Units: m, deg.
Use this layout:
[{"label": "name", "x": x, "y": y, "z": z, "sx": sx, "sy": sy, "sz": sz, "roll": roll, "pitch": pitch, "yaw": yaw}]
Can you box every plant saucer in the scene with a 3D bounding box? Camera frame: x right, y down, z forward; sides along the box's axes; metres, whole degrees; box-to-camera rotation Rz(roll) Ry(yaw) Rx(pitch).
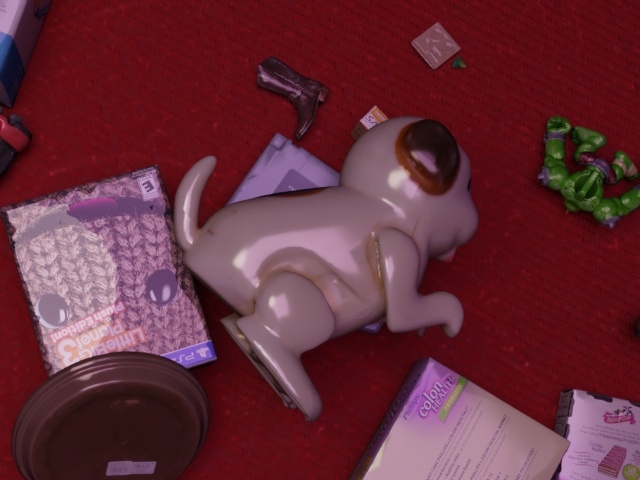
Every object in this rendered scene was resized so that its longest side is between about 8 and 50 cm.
[{"label": "plant saucer", "x": -0.283, "y": 0.272, "z": 1.817, "sx": 0.277, "sy": 0.041, "sz": 0.278, "roll": -11, "pitch": 127, "yaw": -15}]

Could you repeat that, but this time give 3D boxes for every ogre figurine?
[{"label": "ogre figurine", "x": 0.416, "y": -0.100, "z": 2.028, "sx": 0.197, "sy": 0.097, "sz": 0.118, "roll": 42, "pitch": 67, "yaw": -11}]

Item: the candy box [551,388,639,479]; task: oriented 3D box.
[{"label": "candy box", "x": 0.423, "y": 0.352, "z": 1.973, "sx": 0.159, "sy": 0.071, "sz": 0.233, "roll": 13, "pitch": 81, "yaw": -5}]

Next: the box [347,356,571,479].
[{"label": "box", "x": 0.199, "y": 0.325, "z": 1.925, "sx": 0.243, "sy": 0.117, "sz": 0.214, "roll": 31, "pitch": 79, "yaw": -3}]

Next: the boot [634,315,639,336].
[{"label": "boot", "x": 0.565, "y": -0.003, "z": 2.002, "sx": 0.264, "sy": 0.096, "sz": 0.280, "roll": -17, "pitch": 97, "yaw": -11}]

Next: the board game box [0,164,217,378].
[{"label": "board game box", "x": -0.301, "y": 0.070, "z": 1.882, "sx": 0.232, "sy": 0.141, "sz": 0.291, "roll": -17, "pitch": 84, "yaw": -9}]

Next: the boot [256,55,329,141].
[{"label": "boot", "x": -0.057, "y": -0.218, "z": 2.009, "sx": 0.114, "sy": 0.037, "sz": 0.106, "roll": 28, "pitch": 66, "yaw": -6}]

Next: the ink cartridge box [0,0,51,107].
[{"label": "ink cartridge box", "x": -0.498, "y": -0.365, "z": 1.890, "sx": 0.198, "sy": 0.197, "sz": 0.270, "roll": 19, "pitch": 80, "yaw": -4}]

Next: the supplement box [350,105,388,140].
[{"label": "supplement box", "x": 0.084, "y": -0.159, "z": 1.988, "sx": 0.036, "sy": 0.098, "sz": 0.062, "roll": -43, "pitch": 89, "yaw": -11}]

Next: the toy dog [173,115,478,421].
[{"label": "toy dog", "x": 0.035, "y": -0.002, "z": 1.827, "sx": 0.408, "sy": 0.284, "sz": 0.395, "roll": -37, "pitch": 85, "yaw": -9}]

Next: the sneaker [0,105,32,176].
[{"label": "sneaker", "x": -0.565, "y": -0.162, "z": 1.902, "sx": 0.276, "sy": 0.097, "sz": 0.135, "roll": 25, "pitch": 77, "yaw": -5}]

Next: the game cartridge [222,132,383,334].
[{"label": "game cartridge", "x": 0.000, "y": 0.000, "z": 1.979, "sx": 0.297, "sy": 0.062, "sz": 0.198, "roll": 36, "pitch": 83, "yaw": -1}]

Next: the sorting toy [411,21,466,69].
[{"label": "sorting toy", "x": 0.189, "y": -0.294, "z": 2.066, "sx": 0.062, "sy": 0.012, "sz": 0.083, "roll": -38, "pitch": 85, "yaw": -16}]
